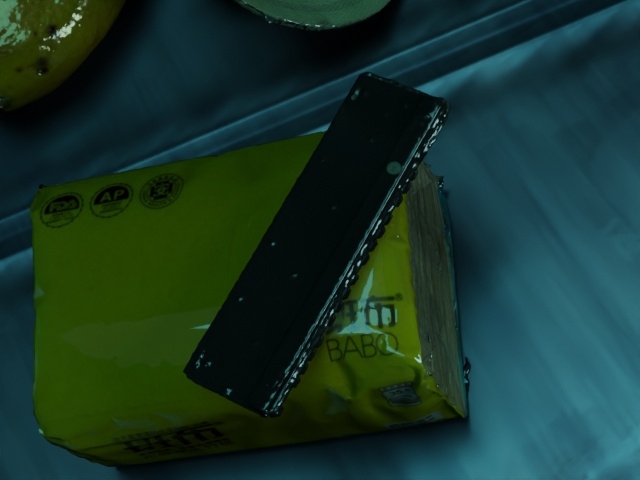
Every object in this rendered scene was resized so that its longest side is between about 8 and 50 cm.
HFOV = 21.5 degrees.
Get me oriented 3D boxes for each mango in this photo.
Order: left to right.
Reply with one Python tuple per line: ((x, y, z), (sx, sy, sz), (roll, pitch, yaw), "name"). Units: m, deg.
((-0.222, -0.204, 1.314), (0.147, 0.109, 0.227), (22, 74, 30), "mango")

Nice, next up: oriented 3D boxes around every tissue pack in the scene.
((-0.050, 0.039, 1.134), (0.270, 0.134, 0.192), (-11, 65, 14), "tissue pack")

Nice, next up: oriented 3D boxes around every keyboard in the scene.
((0.000, 0.000, 1.047), (0.072, 0.023, 0.231), (22, 75, 30), "keyboard")

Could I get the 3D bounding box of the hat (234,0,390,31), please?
((-0.059, -0.246, 1.271), (0.110, 0.252, 0.252), (-34, 49, 51), "hat")
